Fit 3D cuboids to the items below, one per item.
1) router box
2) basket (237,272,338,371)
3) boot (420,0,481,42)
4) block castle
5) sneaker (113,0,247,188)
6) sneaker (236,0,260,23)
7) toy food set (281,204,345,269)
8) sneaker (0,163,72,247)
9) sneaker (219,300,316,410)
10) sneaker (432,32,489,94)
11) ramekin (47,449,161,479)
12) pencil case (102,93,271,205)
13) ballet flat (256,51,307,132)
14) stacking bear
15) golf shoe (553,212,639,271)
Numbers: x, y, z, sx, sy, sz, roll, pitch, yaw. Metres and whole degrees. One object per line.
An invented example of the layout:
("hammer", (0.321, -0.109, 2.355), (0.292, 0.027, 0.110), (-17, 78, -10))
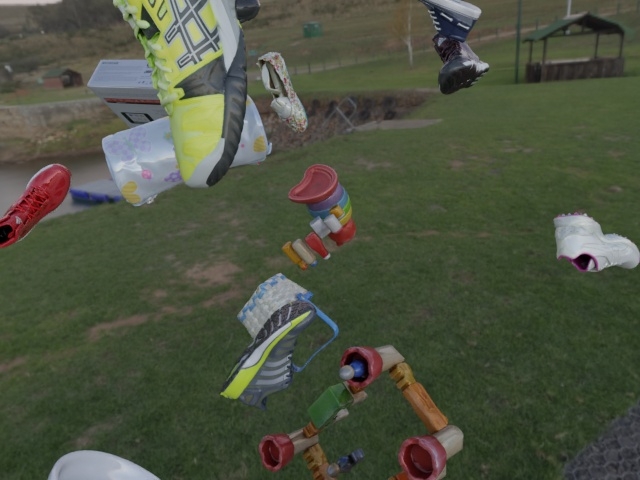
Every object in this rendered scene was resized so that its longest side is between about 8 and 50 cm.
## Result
("router box", (-0.346, -0.315, 1.173), (0.335, 0.082, 0.301), (9, -21, 21))
("basket", (-0.105, 0.267, 1.531), (0.289, 0.255, 0.201), (48, 31, 10))
("boot", (0.302, -0.575, 1.183), (0.190, 0.086, 0.069), (23, 43, -1))
("block castle", (0.062, 0.474, 1.041), (0.213, 0.453, 0.303), (2, 44, -48))
("sneaker", (-0.180, -0.258, 0.587), (0.147, 0.384, 0.145), (-5, 8, -30))
("sneaker", (-0.235, -0.453, 0.775), (0.286, 0.130, 0.109), (15, 37, -15))
("toy food set", (0.000, 0.000, 1.475), (0.232, 0.104, 0.111), (-38, 19, 3))
("sneaker", (-0.632, -0.067, 1.022), (0.221, 0.087, 0.128), (-54, 28, 0))
("sneaker", (-0.096, 0.257, 1.038), (0.121, 0.300, 0.111), (35, 19, -12))
("sneaker", (0.338, -0.483, 1.235), (0.106, 0.162, 0.281), (-40, -7, 35))
("ramekin", (-0.352, 0.490, 0.769), (0.277, 0.277, 0.135), (20, 73, 48))
("pencil case", (-0.225, -0.158, 0.800), (0.273, 0.124, 0.113), (-23, 1, -9))
("ballet flat", (-0.115, -0.408, 1.296), (0.077, 0.241, 0.091), (-20, -4, -42))
("stacking bear", (0.039, -0.105, 1.673), (0.164, 0.289, 0.175), (14, 58, 39))
("golf shoe", (0.747, 0.036, 1.271), (0.306, 0.140, 0.115), (22, -17, -19))
